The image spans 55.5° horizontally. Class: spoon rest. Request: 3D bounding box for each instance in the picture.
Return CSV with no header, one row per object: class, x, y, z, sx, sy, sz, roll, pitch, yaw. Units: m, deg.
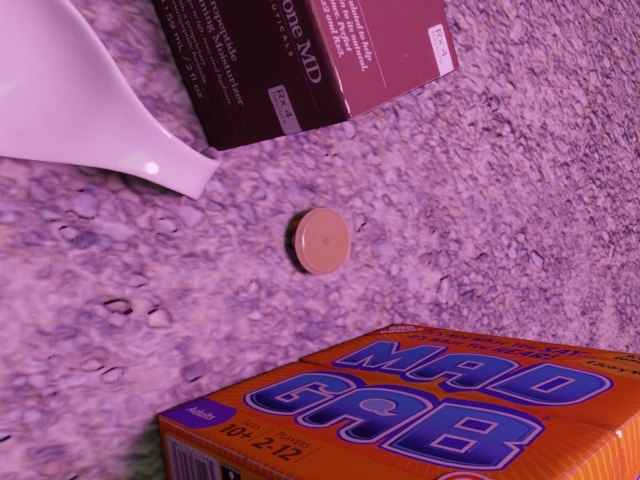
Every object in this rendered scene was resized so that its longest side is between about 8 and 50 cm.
spoon rest,-0.189,-0.106,0.481,0.276,0.084,0.137,28,95,-40

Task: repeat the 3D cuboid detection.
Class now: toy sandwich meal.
toy sandwich meal,0.000,0.000,0.699,0.086,0.029,0.085,-1,92,-37

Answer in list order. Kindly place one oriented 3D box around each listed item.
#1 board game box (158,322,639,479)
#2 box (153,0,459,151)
board game box,0.113,0.307,0.573,0.356,0.357,0.356,-12,98,-41
box,-0.015,-0.199,0.570,0.167,0.203,0.168,-32,110,-37
